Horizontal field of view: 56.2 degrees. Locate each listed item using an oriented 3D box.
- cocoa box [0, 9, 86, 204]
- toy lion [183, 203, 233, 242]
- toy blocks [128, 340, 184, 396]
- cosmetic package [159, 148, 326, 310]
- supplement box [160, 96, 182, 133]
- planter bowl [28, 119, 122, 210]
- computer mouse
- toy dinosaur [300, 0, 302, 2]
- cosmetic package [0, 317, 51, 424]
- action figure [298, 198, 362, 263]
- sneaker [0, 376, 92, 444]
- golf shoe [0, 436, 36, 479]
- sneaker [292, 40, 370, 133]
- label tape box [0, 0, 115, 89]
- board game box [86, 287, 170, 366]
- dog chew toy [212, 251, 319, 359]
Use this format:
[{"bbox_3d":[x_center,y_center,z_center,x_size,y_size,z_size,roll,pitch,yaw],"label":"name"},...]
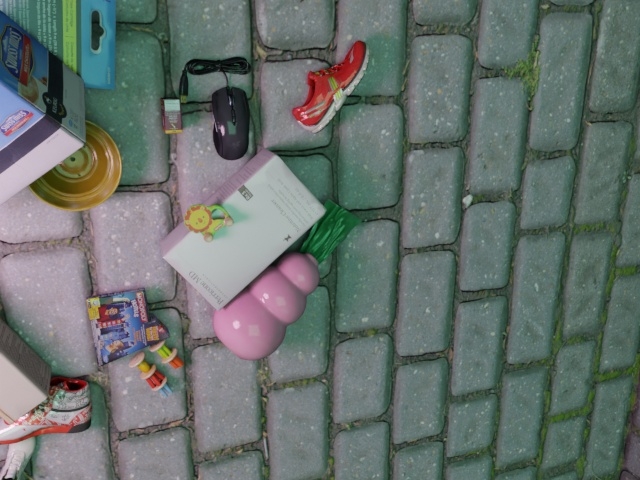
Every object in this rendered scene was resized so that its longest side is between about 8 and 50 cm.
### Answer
[{"bbox_3d":[-0.676,-0.233,1.185,0.347,0.232,0.228,-31,140,14],"label":"cocoa box"},{"bbox_3d":[-0.273,-0.051,1.441,0.100,0.034,0.096,-38,102,-5],"label":"toy lion"},{"bbox_3d":[-0.434,0.354,1.655,0.123,0.054,0.148,-37,116,-7],"label":"toy blocks"},{"bbox_3d":[-0.206,-0.032,1.564,0.385,0.156,0.217,-45,113,-4],"label":"cosmetic package"},{"bbox_3d":[-0.366,-0.308,1.472,0.043,0.055,0.083,-6,108,-20],"label":"supplement box"},{"bbox_3d":[-0.582,-0.184,1.405,0.217,0.090,0.217,-7,109,-20],"label":"planter bowl"},{"bbox_3d":[-0.260,-0.329,1.504,0.184,0.060,0.262,-3,107,-22],"label":"computer mouse"},{"bbox_3d":[-0.065,-0.642,1.507,0.082,0.047,0.090,50,52,-18],"label":"toy dinosaur"},{"bbox_3d":[-0.793,0.270,1.428,0.113,0.160,0.309,-37,115,-7],"label":"cosmetic package"},{"bbox_3d":[0.000,0.000,1.711,0.137,0.063,0.232,31,100,-28],"label":"action figure"},{"bbox_3d":[-0.731,0.429,1.541,0.270,0.090,0.145,-1,108,-26],"label":"sneaker"},{"bbox_3d":[-0.793,0.581,1.567,0.069,0.086,0.176,18,98,-24],"label":"golf shoe"},{"bbox_3d":[0.027,-0.418,1.571,0.118,0.107,0.279,34,90,-18],"label":"sneaker"},{"bbox_3d":[-0.626,-0.466,1.288,0.347,0.115,0.249,-1,108,-24],"label":"label tape box"},{"bbox_3d":[-0.502,0.218,1.582,0.194,0.060,0.194,-8,109,-20],"label":"board game box"},{"bbox_3d":[-0.134,0.165,1.633,0.332,0.206,0.207,-45,117,-6],"label":"dog chew toy"}]
